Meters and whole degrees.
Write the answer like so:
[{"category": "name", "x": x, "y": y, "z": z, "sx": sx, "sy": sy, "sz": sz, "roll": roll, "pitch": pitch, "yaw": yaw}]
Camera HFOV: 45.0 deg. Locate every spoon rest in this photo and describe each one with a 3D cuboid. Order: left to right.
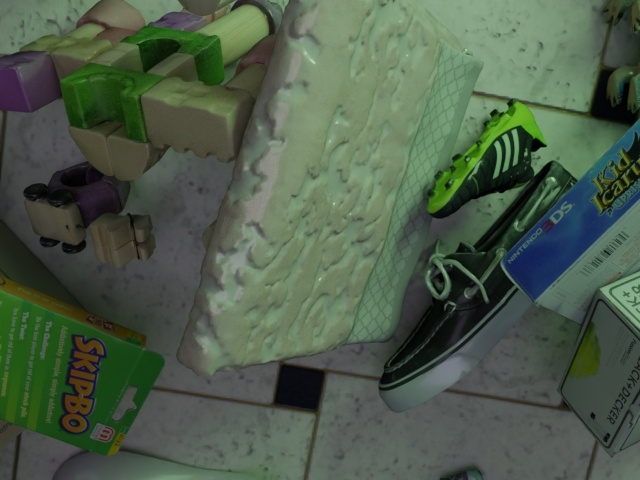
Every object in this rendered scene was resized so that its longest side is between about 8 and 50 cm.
[{"category": "spoon rest", "x": -0.174, "y": 0.299, "z": 0.865, "sx": 0.276, "sy": 0.084, "sz": 0.137, "roll": -3, "pitch": 101, "yaw": 12}]

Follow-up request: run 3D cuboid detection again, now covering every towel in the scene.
[{"category": "towel", "x": 0.030, "y": -0.050, "z": 0.683, "sx": 0.053, "sy": 0.317, "sz": 0.332, "roll": 22, "pitch": 98, "yaw": 30}]

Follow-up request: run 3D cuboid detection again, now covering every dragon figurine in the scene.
[{"category": "dragon figurine", "x": 0.369, "y": -0.209, "z": 0.770, "sx": 0.144, "sy": 0.085, "sz": 0.289, "roll": -9, "pitch": 106, "yaw": -3}]

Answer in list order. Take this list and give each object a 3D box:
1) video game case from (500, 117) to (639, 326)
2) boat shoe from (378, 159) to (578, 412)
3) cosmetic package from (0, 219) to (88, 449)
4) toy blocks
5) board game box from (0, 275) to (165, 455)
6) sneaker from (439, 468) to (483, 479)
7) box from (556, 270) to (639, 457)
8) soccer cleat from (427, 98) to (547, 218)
[{"category": "video game case", "x": 0.327, "y": -0.027, "z": 0.713, "sx": 0.269, "sy": 0.061, "sz": 0.244, "roll": -48, "pitch": 139, "yaw": 17}, {"category": "boat shoe", "x": 0.159, "y": 0.043, "z": 0.801, "sx": 0.306, "sy": 0.113, "sz": 0.105, "roll": -43, "pitch": 96, "yaw": 3}, {"category": "cosmetic package", "x": -0.380, "y": 0.052, "z": 0.779, "sx": 0.160, "sy": 0.113, "sz": 0.309, "roll": -41, "pitch": 101, "yaw": 5}, {"category": "toy blocks", "x": -0.117, "y": -0.161, "z": 0.716, "sx": 0.288, "sy": 0.260, "sz": 0.309, "roll": 14, "pitch": 128, "yaw": 23}, {"category": "board game box", "x": -0.284, "y": 0.103, "z": 0.709, "sx": 0.259, "sy": 0.039, "sz": 0.124, "roll": 27, "pitch": 103, "yaw": -14}, {"category": "sneaker", "x": 0.160, "y": 0.317, "z": 0.895, "sx": 0.069, "sy": 0.038, "sz": 0.098, "roll": -11, "pitch": 92, "yaw": 1}, {"category": "box", "x": 0.386, "y": 0.079, "z": 0.747, "sx": 0.289, "sy": 0.087, "sz": 0.169, "roll": -20, "pitch": 140, "yaw": -18}, {"category": "soccer cleat", "x": 0.171, "y": -0.071, "z": 0.768, "sx": 0.072, "sy": 0.060, "sz": 0.179, "roll": 49, "pitch": 59, "yaw": -9}]
